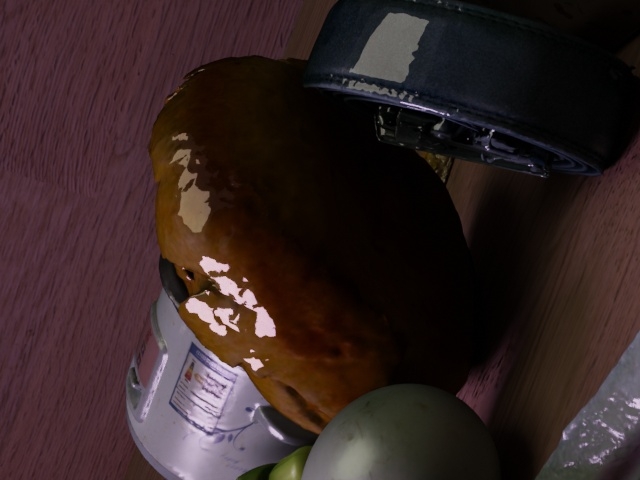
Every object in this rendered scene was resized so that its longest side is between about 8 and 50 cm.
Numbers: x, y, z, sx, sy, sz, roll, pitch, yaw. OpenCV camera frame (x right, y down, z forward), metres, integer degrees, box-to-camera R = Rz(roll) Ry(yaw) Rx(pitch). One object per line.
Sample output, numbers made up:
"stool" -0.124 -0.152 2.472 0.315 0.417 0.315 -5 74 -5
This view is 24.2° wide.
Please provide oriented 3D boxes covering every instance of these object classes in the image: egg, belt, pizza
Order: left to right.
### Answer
"egg" 0.059 0.196 1.145 0.149 0.149 0.192 -85 17 -49
"pizza" 0.113 -0.059 1.584 0.123 0.026 0.109 125 157 -51
"belt" 0.107 -0.122 1.171 0.206 0.267 0.116 19 -92 -61

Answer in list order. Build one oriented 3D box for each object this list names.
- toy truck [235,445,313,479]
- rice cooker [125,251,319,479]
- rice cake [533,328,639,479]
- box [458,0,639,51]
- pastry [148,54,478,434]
"toy truck" -0.010 0.273 1.373 0.210 0.148 0.187 -51 29 19
"rice cooker" -0.058 0.113 1.533 0.316 0.264 0.317 -169 90 -72
"rice cake" 0.182 0.147 0.936 0.081 0.051 0.290 52 131 35
"box" 0.204 -0.297 1.155 0.297 0.190 0.225 145 143 -68
"pastry" 0.000 0.000 1.278 0.163 0.356 0.356 -32 32 27
